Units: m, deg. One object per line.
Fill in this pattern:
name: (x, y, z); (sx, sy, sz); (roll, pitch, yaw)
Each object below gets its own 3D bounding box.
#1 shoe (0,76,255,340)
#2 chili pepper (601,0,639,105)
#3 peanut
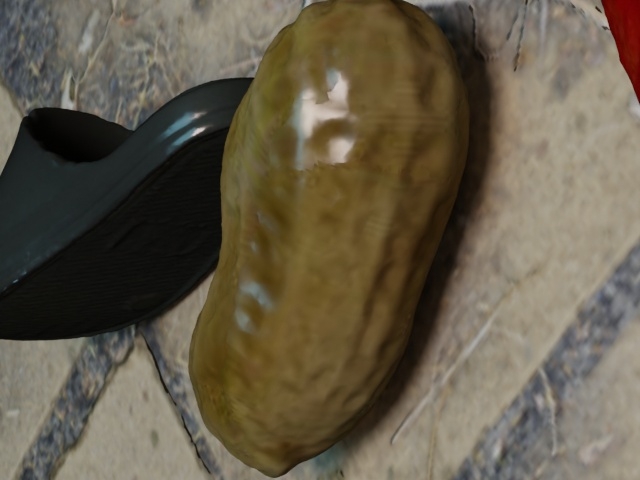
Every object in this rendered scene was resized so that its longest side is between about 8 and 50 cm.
shoe: (-0.097, -0.031, 0.900); (0.241, 0.108, 0.093); (-36, 60, 40)
chili pepper: (0.169, -0.012, 0.518); (0.134, 0.131, 0.338); (-49, 55, 54)
peanut: (0.000, 0.000, 0.778); (0.108, 0.095, 0.226); (-122, 41, -57)
